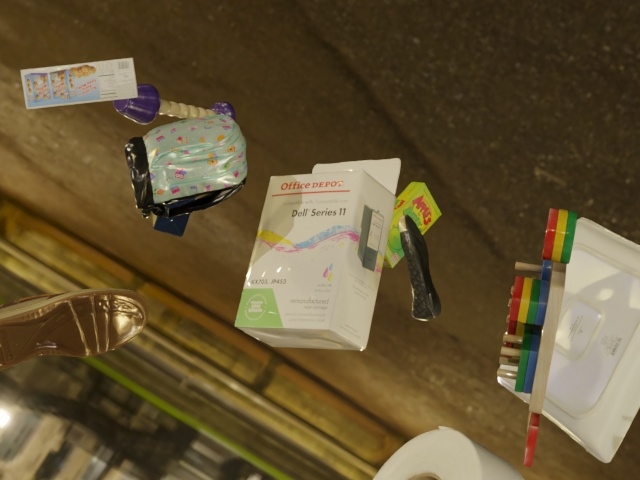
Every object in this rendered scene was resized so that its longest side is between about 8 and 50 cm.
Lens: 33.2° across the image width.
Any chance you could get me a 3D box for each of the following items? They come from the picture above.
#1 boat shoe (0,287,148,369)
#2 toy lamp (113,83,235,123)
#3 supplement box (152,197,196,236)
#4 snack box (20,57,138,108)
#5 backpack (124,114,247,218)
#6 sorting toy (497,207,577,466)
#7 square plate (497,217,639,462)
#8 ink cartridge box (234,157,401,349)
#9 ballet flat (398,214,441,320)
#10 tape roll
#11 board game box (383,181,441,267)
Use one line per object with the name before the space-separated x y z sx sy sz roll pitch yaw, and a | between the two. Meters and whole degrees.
boat shoe | -0.472 0.137 1.852 0.123 0.342 0.123 37 136 55
toy lamp | -0.282 -0.255 2.087 0.080 0.080 0.275 20 -168 39
supplement box | -0.268 -0.063 1.964 0.056 0.083 0.083 17 -164 -16
snack box | -0.386 -0.252 1.724 0.178 0.064 0.022 -7 -168 -4
backpack | -0.200 -0.119 1.629 0.152 0.182 0.115 -113 15 -50
sorting toy | 0.199 0.078 1.016 0.046 0.132 0.274 9 117 11
square plate | 0.458 0.154 1.853 0.049 0.347 0.344 22 -172 -27
ink cartridge box | 0.000 0.000 1.831 0.207 0.353 0.119 -2 156 36
ballet flat | 0.147 0.045 1.696 0.049 0.173 0.057 -11 -174 32
tape roll | 0.155 0.403 1.468 0.100 0.286 0.286 33 167 -20
board game box | 0.180 -0.036 2.353 0.043 0.181 0.092 10 139 52
